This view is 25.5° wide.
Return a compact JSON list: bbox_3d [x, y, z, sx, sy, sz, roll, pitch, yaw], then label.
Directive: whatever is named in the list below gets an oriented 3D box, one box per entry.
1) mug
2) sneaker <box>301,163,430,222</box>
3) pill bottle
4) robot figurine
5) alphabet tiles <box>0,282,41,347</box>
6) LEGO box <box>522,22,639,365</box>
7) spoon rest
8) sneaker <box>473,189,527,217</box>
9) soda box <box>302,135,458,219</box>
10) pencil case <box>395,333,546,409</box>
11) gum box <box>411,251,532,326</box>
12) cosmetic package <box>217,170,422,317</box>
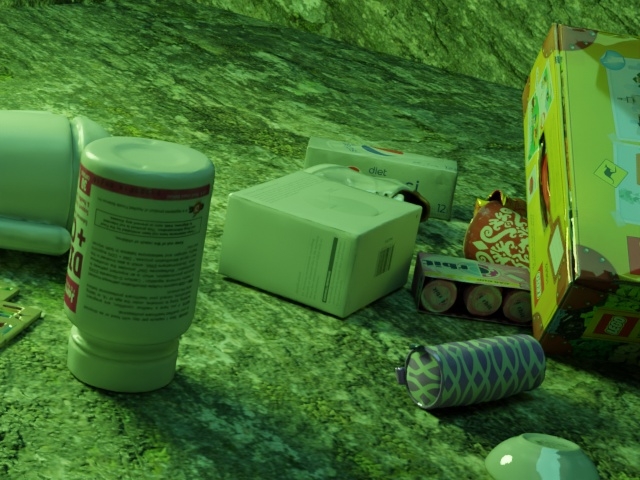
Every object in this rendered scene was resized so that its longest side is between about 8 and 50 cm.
[{"bbox_3d":[0.349,0.007,2.350,0.169,0.113,0.150,28,52,35],"label":"mug"},{"bbox_3d":[0.071,-0.070,2.462,0.290,0.105,0.123,-2,19,-36],"label":"sneaker"},{"bbox_3d":[-0.225,0.029,1.714,0.160,0.283,0.160,9,18,-3],"label":"pill bottle"},{"bbox_3d":[-0.444,-0.091,2.106,0.354,0.199,0.300,3,47,-20],"label":"robot figurine"},{"bbox_3d":[-0.552,0.083,1.826,0.343,0.011,0.285,13,18,9],"label":"alphabet tiles"},{"bbox_3d":[0.514,-0.065,2.139,0.373,0.193,0.500,8,54,-6],"label":"LEGO box"},{"bbox_3d":[0.266,0.279,1.577,0.137,0.084,0.276,9,5,-7],"label":"spoon rest"},{"bbox_3d":[0.346,-0.063,2.653,0.064,0.067,0.175,18,18,28],"label":"sneaker"},{"bbox_3d":[0.110,-0.119,2.650,0.286,0.098,0.091,10,18,1],"label":"soda box"},{"bbox_3d":[0.199,0.170,1.845,0.206,0.086,0.088,-2,-6,-36],"label":"pencil case"},{"bbox_3d":[0.241,0.076,2.175,0.188,0.062,0.107,8,18,-5],"label":"gum box"},{"bbox_3d":[0.000,0.000,2.160,0.225,0.138,0.224,20,20,24],"label":"cosmetic package"}]
